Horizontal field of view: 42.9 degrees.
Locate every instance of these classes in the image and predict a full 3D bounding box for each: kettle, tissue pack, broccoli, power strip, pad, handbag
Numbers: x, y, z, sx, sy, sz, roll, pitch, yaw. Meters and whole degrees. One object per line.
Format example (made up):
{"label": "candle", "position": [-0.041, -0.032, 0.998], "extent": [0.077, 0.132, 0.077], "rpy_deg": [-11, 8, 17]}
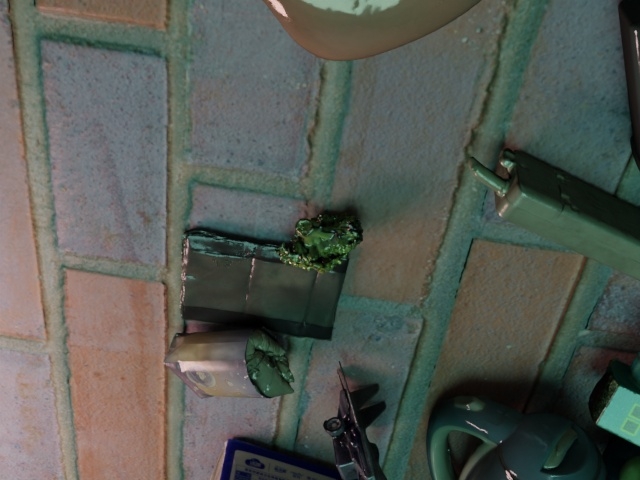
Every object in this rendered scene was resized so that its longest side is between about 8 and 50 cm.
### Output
{"label": "kettle", "position": [0.293, 0.387, 1.244], "extent": [0.319, 0.247, 0.342], "rpy_deg": [24, 135, 31]}
{"label": "tissue pack", "position": [-0.060, 0.464, 1.341], "extent": [0.269, 0.209, 0.137], "rpy_deg": [19, 117, -10]}
{"label": "broccoli", "position": [0.000, 0.000, 1.060], "extent": [0.097, 0.095, 0.092], "rpy_deg": [20, 171, 27]}
{"label": "power strip", "position": [0.301, -0.038, 0.992], "extent": [0.288, 0.093, 0.053], "rpy_deg": [23, 129, -11]}
{"label": "pad", "position": [-0.086, 0.070, 1.162], "extent": [0.233, 0.022, 0.174], "rpy_deg": [10, 128, -2]}
{"label": "handbag", "position": [-0.127, 0.181, 1.202], "extent": [0.173, 0.095, 0.117], "rpy_deg": [-5, 140, 29]}

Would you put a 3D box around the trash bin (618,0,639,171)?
{"label": "trash bin", "position": [0.423, -0.162, 0.883], "extent": [0.176, 0.101, 0.236], "rpy_deg": [-13, 123, 17]}

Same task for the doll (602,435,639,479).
{"label": "doll", "position": [0.546, 0.414, 1.262], "extent": [0.198, 0.186, 0.322], "rpy_deg": [-30, 105, -9]}

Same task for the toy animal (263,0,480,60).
{"label": "toy animal", "position": [0.051, -0.291, 0.780], "extent": [0.256, 0.195, 0.213], "rpy_deg": [-20, 98, 19]}

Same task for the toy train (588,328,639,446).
{"label": "toy train", "position": [0.505, 0.160, 1.083], "extent": [0.194, 0.120, 0.298], "rpy_deg": [26, 112, 11]}

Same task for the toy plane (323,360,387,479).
{"label": "toy plane", "position": [0.057, 0.327, 1.190], "extent": [0.088, 0.267, 0.212], "rpy_deg": [-15, 125, 10]}
